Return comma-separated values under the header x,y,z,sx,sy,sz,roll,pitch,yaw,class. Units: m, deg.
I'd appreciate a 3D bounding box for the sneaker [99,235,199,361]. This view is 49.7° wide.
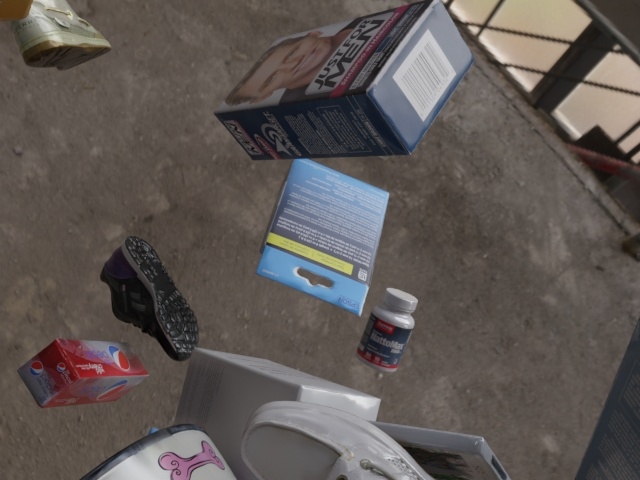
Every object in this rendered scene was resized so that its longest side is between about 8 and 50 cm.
x,y,z,sx,sy,sz,roll,pitch,yaw,class
-0.347,0.138,1.384,0.283,0.124,0.107,57,19,24,sneaker

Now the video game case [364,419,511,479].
x,y,z,sx,sy,sz,roll,pitch,yaw,class
0.092,0.206,0.656,0.157,0.143,0.019,1,58,28,video game case

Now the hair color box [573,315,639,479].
x,y,z,sx,sy,sz,roll,pitch,yaw,class
0.324,0.186,0.557,0.185,0.375,0.114,-11,42,-10,hair color box

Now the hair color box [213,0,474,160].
x,y,z,sx,sy,sz,roll,pitch,yaw,class
0.016,-0.208,0.947,0.105,0.347,0.174,49,65,-30,hair color box

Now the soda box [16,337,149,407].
x,y,z,sx,sy,sz,roll,pitch,yaw,class
-0.421,0.240,1.257,0.092,0.263,0.083,-37,75,4,soda box

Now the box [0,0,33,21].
x,y,z,sx,sy,sz,roll,pitch,yaw,class
-0.224,-0.148,0.114,0.345,0.215,0.169,-20,89,-36,box

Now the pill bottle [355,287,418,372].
x,y,z,sx,sy,sz,roll,pitch,yaw,class
0.162,0.210,1.639,0.107,0.108,0.180,18,100,-8,pill bottle

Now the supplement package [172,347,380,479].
x,y,z,sx,sy,sz,roll,pitch,yaw,class
-0.080,0.294,1.104,0.175,0.292,0.178,20,82,-41,supplement package

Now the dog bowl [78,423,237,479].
x,y,z,sx,sy,sz,roll,pitch,yaw,class
-0.239,0.437,0.857,0.150,0.408,0.408,35,59,21,dog bowl

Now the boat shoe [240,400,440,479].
x,y,z,sx,sy,sz,roll,pitch,yaw,class
0.041,0.222,0.560,0.276,0.098,0.096,23,17,20,boat shoe

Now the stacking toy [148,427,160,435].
x,y,z,sx,sy,sz,roll,pitch,yaw,class
-0.175,0.382,1.343,0.301,0.166,0.175,-35,118,2,stacking toy

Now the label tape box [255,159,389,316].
x,y,z,sx,sy,sz,roll,pitch,yaw,class
0.000,0.000,1.572,0.249,0.115,0.348,22,56,-8,label tape box

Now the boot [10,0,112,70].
x,y,z,sx,sy,sz,roll,pitch,yaw,class
-0.344,-0.301,0.860,0.077,0.213,0.165,-24,101,6,boot
